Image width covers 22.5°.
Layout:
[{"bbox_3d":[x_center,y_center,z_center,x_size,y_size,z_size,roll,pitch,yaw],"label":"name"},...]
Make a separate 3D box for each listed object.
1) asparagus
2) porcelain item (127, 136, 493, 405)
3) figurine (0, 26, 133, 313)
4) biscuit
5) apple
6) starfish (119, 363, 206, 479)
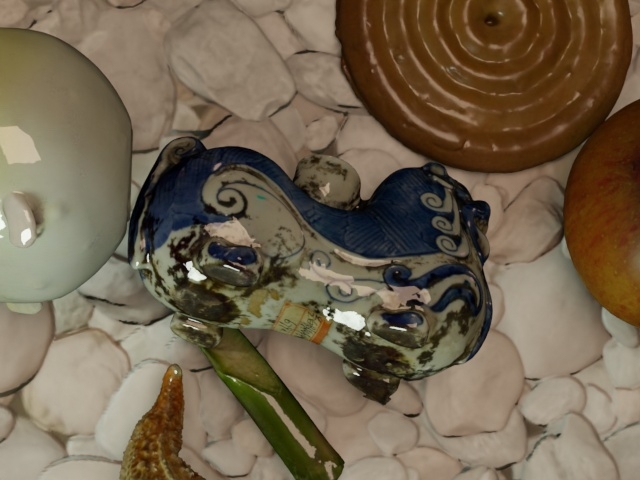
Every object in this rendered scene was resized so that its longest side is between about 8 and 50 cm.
[{"bbox_3d":[-0.045,0.120,1.257,0.041,0.045,0.178,-39,85,14],"label":"asparagus"},{"bbox_3d":[0.000,0.000,1.241,0.288,0.138,0.186,17,57,-6],"label":"porcelain item"},{"bbox_3d":[-0.333,-0.018,1.172,0.394,0.226,0.274,-1,109,-6],"label":"figurine"},{"bbox_3d":[0.141,-0.182,1.352,0.262,0.037,0.262,2,81,-12],"label":"biscuit"},{"bbox_3d":[0.292,-0.024,1.286,0.196,0.196,0.196,2,80,-11],"label":"apple"},{"bbox_3d":[-0.043,0.263,1.140,0.293,0.084,0.301,23,52,7],"label":"starfish"}]
